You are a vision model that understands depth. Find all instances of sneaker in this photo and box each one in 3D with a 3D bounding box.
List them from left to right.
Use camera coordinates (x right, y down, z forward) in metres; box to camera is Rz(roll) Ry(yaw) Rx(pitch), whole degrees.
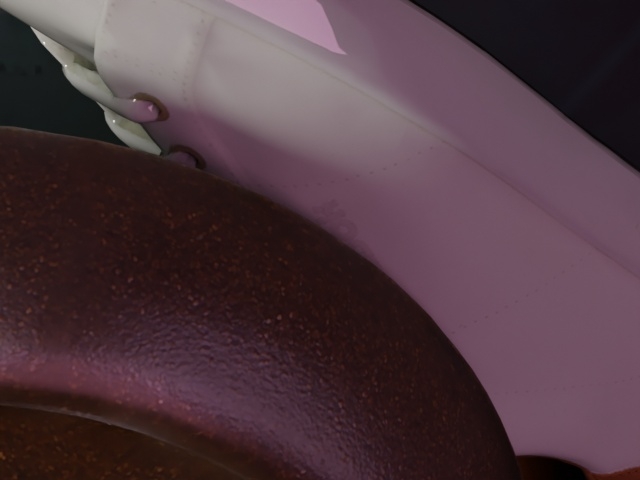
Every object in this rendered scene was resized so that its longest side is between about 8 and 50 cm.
[{"bbox_3d":[0.000,0.000,0.458,0.290,0.106,0.123,32,92,-28],"label":"sneaker"}]

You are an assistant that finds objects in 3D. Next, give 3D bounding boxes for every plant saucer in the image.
[{"bbox_3d":[-0.093,0.118,0.445,0.311,0.050,0.310,-4,121,-7],"label":"plant saucer"}]
